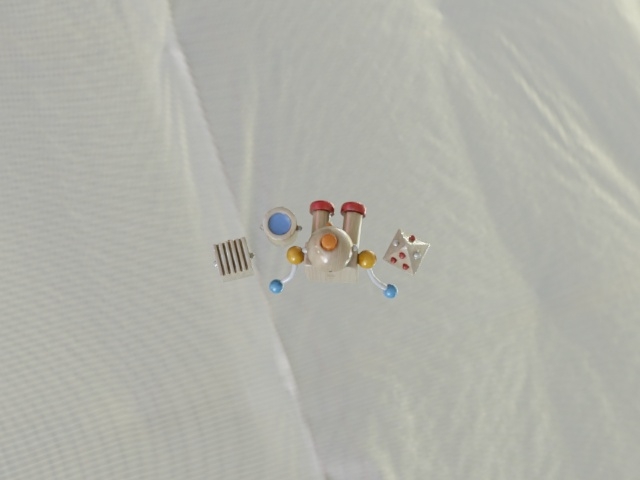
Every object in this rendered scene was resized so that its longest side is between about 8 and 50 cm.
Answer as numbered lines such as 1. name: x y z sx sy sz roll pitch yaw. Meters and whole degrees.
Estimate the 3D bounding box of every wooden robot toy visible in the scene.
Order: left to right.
1. wooden robot toy: 0.000 0.000 0.950 0.173 0.079 0.076 2 -103 3
